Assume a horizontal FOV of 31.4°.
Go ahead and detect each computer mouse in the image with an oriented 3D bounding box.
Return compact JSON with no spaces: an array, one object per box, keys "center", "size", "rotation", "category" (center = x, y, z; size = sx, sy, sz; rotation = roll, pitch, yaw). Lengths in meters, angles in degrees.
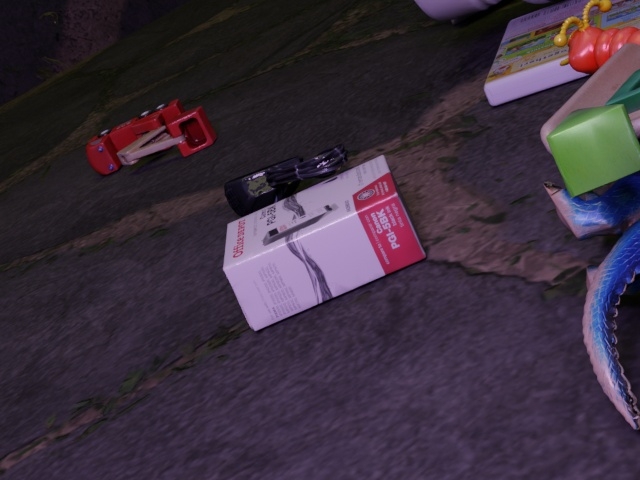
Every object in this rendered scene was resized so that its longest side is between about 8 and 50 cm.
[{"center":[-0.028,-0.046,0.962],"size":[0.071,0.041,0.242],"rotation":[-22,5,-16],"category":"computer mouse"}]

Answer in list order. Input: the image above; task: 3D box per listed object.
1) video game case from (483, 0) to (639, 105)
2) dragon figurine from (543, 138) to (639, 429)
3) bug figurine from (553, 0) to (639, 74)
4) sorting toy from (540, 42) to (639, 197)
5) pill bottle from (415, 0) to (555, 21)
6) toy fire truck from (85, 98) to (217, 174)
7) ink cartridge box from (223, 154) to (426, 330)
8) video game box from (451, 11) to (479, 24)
[{"center":[0.274,-0.204,1.065],"size":[0.227,0.026,0.206],"rotation":[-16,21,24],"category":"video game case"},{"center":[0.203,-0.026,0.602],"size":[0.144,0.085,0.289],"rotation":[-18,19,23],"category":"dragon figurine"},{"center":[0.317,-0.185,0.850],"size":[0.216,0.072,0.279],"rotation":[11,43,47],"category":"bug figurine"},{"center":[0.225,-0.114,0.593],"size":[0.196,0.047,0.348],"rotation":[-16,15,37],"category":"sorting toy"},{"center":[0.267,-0.366,1.113],"size":[0.392,0.224,0.224],"rotation":[-16,22,27],"category":"pill bottle"},{"center":[-0.220,-0.127,1.454],"size":[0.192,0.047,0.135],"rotation":[-22,21,13],"category":"toy fire truck"},{"center":[0.000,0.000,0.834],"size":[0.135,0.056,0.099],"rotation":[-24,20,6],"category":"ink cartridge box"},{"center":[0.207,-0.392,1.401],"size":[0.205,0.187,0.048],"rotation":[-27,-10,-4],"category":"video game box"}]
